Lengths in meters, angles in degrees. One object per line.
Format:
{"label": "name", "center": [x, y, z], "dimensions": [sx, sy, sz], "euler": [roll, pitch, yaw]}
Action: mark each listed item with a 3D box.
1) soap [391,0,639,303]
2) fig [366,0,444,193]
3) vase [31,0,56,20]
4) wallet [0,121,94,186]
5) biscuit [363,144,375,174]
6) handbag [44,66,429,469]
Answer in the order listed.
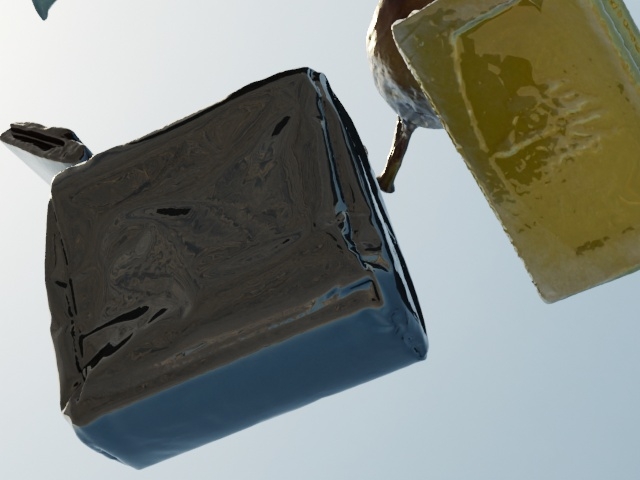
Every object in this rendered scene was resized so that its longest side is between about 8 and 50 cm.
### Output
{"label": "soap", "center": [0.222, -0.113, 1.260], "dimensions": [0.199, 0.315, 0.091], "euler": [-25, -172, 30]}
{"label": "fig", "center": [0.107, -0.176, 1.506], "dimensions": [0.290, 0.190, 0.191], "euler": [-46, -145, 26]}
{"label": "vase", "center": [-0.101, -0.305, 1.234], "dimensions": [0.156, 0.300, 0.251], "euler": [-106, -156, -76]}
{"label": "wallet", "center": [-0.263, -0.051, 1.611], "dimensions": [0.182, 0.229, 0.049], "euler": [19, -114, 47]}
{"label": "biscuit", "center": [-0.003, -0.001, 1.501], "dimensions": [0.040, 0.144, 0.236], "euler": [-150, -110, -64]}
{"label": "handbag", "center": [-0.076, 0.024, 1.155], "dimensions": [0.301, 0.178, 0.275], "euler": [-24, -128, 14]}
